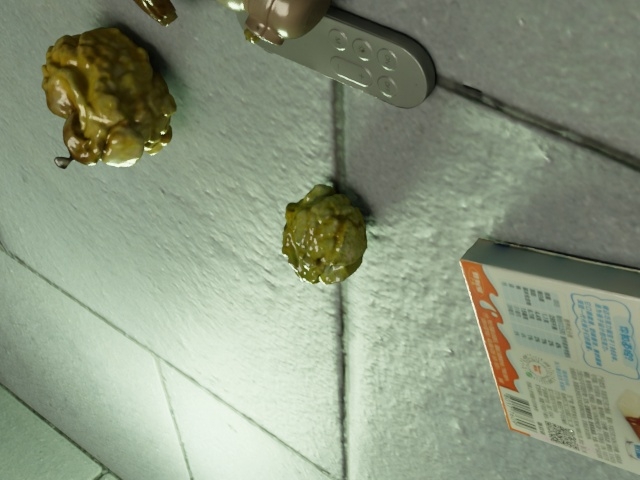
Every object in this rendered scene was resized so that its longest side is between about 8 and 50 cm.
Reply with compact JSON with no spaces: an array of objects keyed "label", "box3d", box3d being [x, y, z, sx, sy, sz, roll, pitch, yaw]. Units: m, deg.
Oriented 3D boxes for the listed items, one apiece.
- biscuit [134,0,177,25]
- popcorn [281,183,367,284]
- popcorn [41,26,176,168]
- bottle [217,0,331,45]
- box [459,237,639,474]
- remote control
[{"label":"biscuit","box3d":[-0.219,-0.306,0.976,0.182,0.034,0.215,53,178,18]},{"label":"popcorn","box3d":[0.000,0.000,1.089,0.116,0.106,0.121,40,150,-9]},{"label":"popcorn","box3d":[-0.265,-0.184,1.167,0.140,0.163,0.194,-57,46,40]},{"label":"bottle","box3d":[-0.086,-0.271,0.869,0.209,0.097,0.110,40,110,11]},{"label":"box","box3d":[0.294,0.134,0.947,0.265,0.048,0.273,14,136,41]},{"label":"remote control","box3d":[0.010,-0.200,0.920,0.245,0.022,0.077,28,143,26]}]
